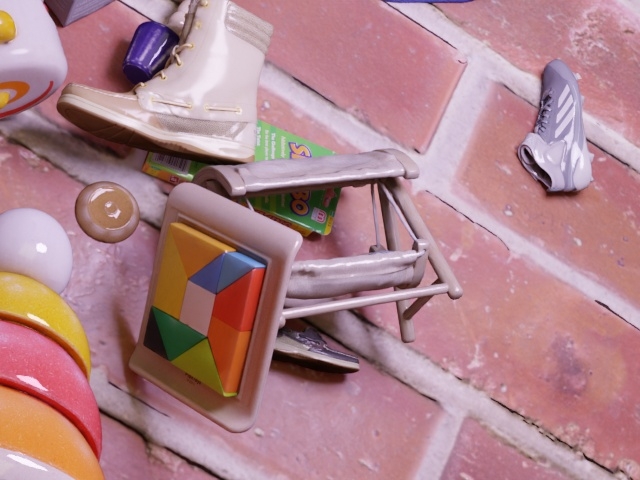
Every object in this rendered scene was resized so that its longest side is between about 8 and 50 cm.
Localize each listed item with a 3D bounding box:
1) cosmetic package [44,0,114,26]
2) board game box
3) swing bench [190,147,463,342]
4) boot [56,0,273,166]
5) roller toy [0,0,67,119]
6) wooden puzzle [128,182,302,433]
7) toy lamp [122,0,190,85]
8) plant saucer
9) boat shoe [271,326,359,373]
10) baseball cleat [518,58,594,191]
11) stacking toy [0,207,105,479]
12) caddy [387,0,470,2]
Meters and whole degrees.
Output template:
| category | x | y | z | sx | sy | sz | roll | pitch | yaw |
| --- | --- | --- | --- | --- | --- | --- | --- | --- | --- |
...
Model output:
| category | x | y | z | sx | sy | sz | roll | pitch | yaw |
| --- | --- | --- | --- | --- | --- | --- | --- | --- | --- |
| cosmetic package | -0.278 | -0.387 | 1.822 | 0.127 | 0.238 | 0.107 | -35 | 86 | -30 |
| board game box | -0.095 | -0.100 | 1.908 | 0.259 | 0.039 | 0.124 | 21 | 64 | -12 |
| swing bench | 0.000 | 0.000 | 1.787 | 0.253 | 0.165 | 0.255 | -8 | 68 | -25 |
| boot | -0.188 | -0.213 | 1.811 | 0.261 | 0.095 | 0.204 | 13 | 82 | -23 |
| roller toy | -0.402 | -0.224 | 1.727 | 0.191 | 0.209 | 0.146 | -4 | 70 | -56 |
| wooden puzzle | -0.131 | 0.073 | 1.674 | 0.044 | 0.221 | 0.239 | 6 | 104 | -47 |
| toy lamp | -0.173 | -0.311 | 1.933 | 0.080 | 0.080 | 0.275 | 35 | 58 | -8 |
| plant saucer | -0.264 | -0.038 | 1.819 | 0.083 | 0.015 | 0.083 | 8 | 67 | -21 |
| boat shoe | -0.019 | 0.132 | 1.837 | 0.152 | 0.056 | 0.049 | 16 | 69 | -17 |
| baseball cleat | 0.333 | -0.169 | 2.104 | 0.109 | 0.072 | 0.206 | -4 | 68 | -18 |
| stacking toy | -0.366 | 0.154 | 1.583 | 0.350 | 0.351 | 0.480 | 17 | 46 | -17 |
| caddy | 0.171 | -0.481 | 2.093 | 0.341 | 0.179 | 0.241 | -5 | 73 | -26 |
